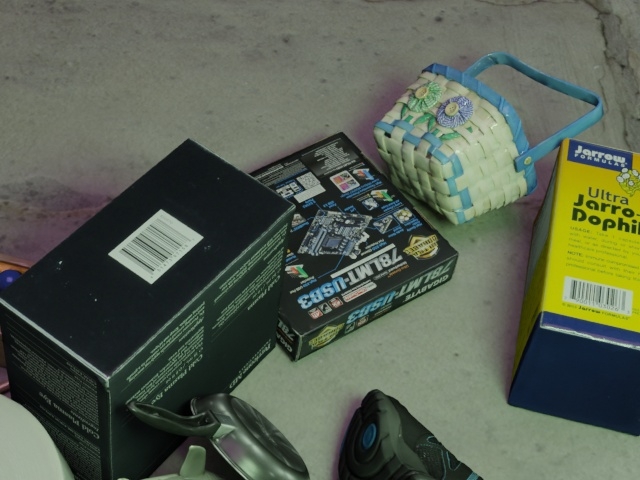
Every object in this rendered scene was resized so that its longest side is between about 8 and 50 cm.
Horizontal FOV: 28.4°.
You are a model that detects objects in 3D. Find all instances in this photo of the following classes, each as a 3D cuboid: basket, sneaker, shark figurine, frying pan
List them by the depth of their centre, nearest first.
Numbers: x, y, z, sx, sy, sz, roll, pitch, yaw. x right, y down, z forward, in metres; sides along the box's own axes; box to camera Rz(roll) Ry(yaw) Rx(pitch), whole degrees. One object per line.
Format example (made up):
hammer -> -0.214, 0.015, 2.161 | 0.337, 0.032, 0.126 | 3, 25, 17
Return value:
shark figurine -> -0.211, 0.339, 1.496 | 0.278, 0.166, 0.116 | -13, 59, -17
frying pan -> -0.122, 0.221, 1.536 | 0.053, 0.326, 0.197 | -45, 31, 4
sneaker -> 0.121, 0.302, 1.562 | 0.140, 0.125, 0.341 | 20, 16, -21
basket -> 0.251, -0.172, 1.927 | 0.289, 0.201, 0.255 | -34, 39, -20

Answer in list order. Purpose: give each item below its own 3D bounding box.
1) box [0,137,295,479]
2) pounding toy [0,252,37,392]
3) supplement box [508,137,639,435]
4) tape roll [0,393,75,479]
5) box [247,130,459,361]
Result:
box -> -0.213, 0.106, 1.589 | 0.179, 0.312, 0.343 | 33, 53, 19
pounding toy -> -0.422, 0.114, 1.696 | 0.206, 0.094, 0.181 | 14, 50, 4
supplement box -> 0.397, 0.059, 1.783 | 0.195, 0.194, 0.356 | 13, 50, 4
tape roll -> -0.471, 0.344, 1.452 | 0.392, 0.072, 0.392 | -6, 52, 7
box -> 0.000, 0.000, 1.860 | 0.296, 0.073, 0.293 | -27, 59, -27
